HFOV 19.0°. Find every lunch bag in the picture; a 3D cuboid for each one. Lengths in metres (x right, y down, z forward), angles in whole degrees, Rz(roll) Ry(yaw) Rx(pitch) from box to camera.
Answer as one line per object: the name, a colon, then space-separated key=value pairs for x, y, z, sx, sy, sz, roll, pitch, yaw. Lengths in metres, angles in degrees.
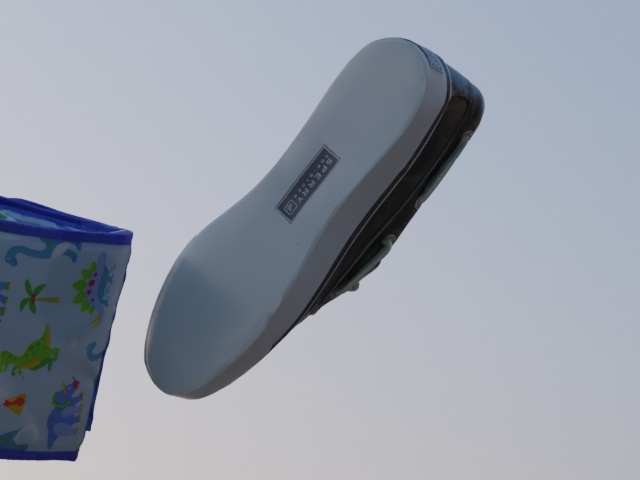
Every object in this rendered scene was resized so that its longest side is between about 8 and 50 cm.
lunch bag: x=-0.180 y=0.040 z=0.974 sx=0.151 sy=0.129 sz=0.096 roll=12 pitch=10 yaw=-20

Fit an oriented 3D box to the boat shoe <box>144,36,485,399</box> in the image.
boat shoe: x=0.000 y=0.000 z=0.963 sx=0.219 sy=0.078 sz=0.070 roll=-49 pitch=-41 yaw=13
